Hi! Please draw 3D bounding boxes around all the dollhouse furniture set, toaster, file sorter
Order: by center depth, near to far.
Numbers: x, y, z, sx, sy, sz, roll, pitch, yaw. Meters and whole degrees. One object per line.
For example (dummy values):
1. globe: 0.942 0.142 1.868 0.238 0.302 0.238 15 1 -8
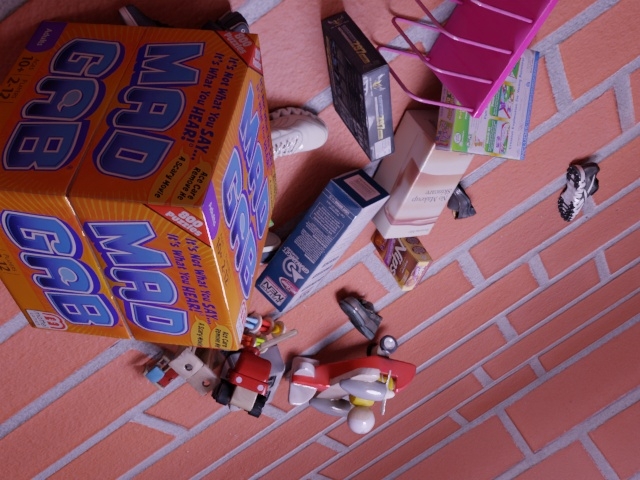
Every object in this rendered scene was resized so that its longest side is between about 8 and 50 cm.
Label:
1. file sorter: 0.264 -0.418 1.381 0.182 0.202 0.291 2 134 -35
2. dollhouse furniture set: -0.357 0.347 1.889 0.183 0.129 0.129 -40 105 12
3. toaster: -0.204 0.394 2.116 0.185 0.110 0.168 -7 138 -29

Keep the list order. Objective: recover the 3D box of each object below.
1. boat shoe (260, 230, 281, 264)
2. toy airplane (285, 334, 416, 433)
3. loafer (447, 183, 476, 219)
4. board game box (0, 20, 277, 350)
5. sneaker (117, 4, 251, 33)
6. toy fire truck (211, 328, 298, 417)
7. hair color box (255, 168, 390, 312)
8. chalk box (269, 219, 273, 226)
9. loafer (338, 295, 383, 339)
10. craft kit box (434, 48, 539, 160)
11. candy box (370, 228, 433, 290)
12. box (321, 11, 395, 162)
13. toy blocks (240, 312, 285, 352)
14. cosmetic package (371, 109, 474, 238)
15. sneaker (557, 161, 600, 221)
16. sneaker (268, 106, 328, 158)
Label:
1. boat shoe: -0.211 0.033 1.692 0.254 0.095 0.079 -11 130 -38
2. toy airplane: 0.080 0.465 2.258 0.384 0.273 0.386 -21 163 21
3. loafer: 0.369 -0.101 1.961 0.061 0.062 0.170 -31 144 9
4. board game box: -0.286 -0.084 1.156 0.356 0.357 0.356 5 142 7
5. sneaker: -0.216 -0.351 1.228 0.163 0.086 0.226 -42 138 6
6. toy fire truck: -0.162 0.325 1.913 0.158 0.246 0.217 22 169 -9
7. hair color box: 0.000 0.000 1.730 0.347 0.105 0.174 -53 167 27
8. chalk box: -0.195 -0.073 1.534 0.132 0.132 0.213 -31 144 3
9. loafer: 0.124 0.210 2.158 0.084 0.096 0.267 -48 153 -9
10. craft kit box: 0.368 -0.309 1.600 0.246 0.061 0.250 2 98 -39
11. candy box: 0.208 0.024 1.889 0.053 0.187 0.109 -5 137 -32
12. box: 0.074 -0.293 1.413 0.059 0.183 0.233 -24 143 -9
13. toy blocks: -0.185 0.252 2.004 0.123 0.054 0.148 -42 141 20
14. cosmetic package: 0.234 -0.155 1.739 0.153 0.129 0.296 -7 139 -31
15. sneaker: 0.778 -0.145 2.178 0.106 0.078 0.234 -19 141 -11
16. sneaker: -0.104 -0.199 1.462 0.292 0.118 0.110 -5 136 -33
